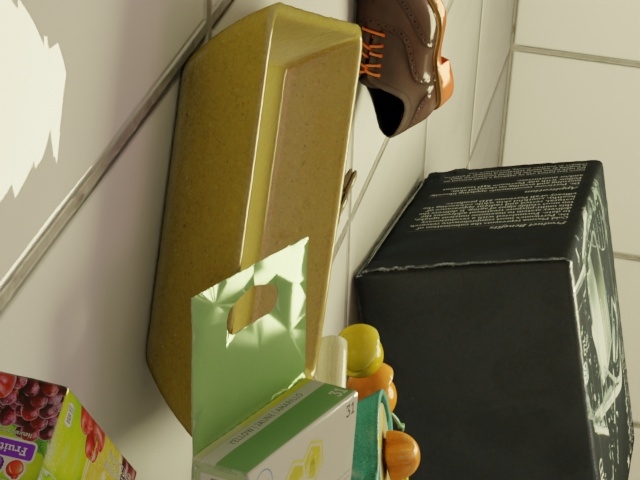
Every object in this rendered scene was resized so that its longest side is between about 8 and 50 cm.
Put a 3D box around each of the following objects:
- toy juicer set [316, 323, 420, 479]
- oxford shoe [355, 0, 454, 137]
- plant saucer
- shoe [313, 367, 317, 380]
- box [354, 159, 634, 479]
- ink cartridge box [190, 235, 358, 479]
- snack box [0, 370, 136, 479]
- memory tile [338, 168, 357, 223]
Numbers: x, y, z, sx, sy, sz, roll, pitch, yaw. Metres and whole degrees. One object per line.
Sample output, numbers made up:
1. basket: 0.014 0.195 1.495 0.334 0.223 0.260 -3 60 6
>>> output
1. toy juicer set: 0.056 0.183 1.548 0.329 0.089 0.209 51 37 -75
2. oxford shoe: 0.080 -0.221 1.678 0.098 0.097 0.271 -46 141 -20
3. plant saucer: -0.055 -0.022 1.228 0.333 0.081 0.333 -22 120 -77
4. shoe: -0.007 0.229 1.670 0.058 0.076 0.219 -57 146 -65
5. box: 0.269 0.181 2.154 0.472 0.297 0.480 -49 132 -65
6. ink cartridge box: -0.032 0.133 1.101 0.171 0.056 0.235 -29 128 -58
7. snack box: -0.178 0.198 0.846 0.174 0.070 0.207 74 30 -65
8. memory tile: 0.000 0.000 1.560 0.113 0.012 0.148 -59 -174 45
